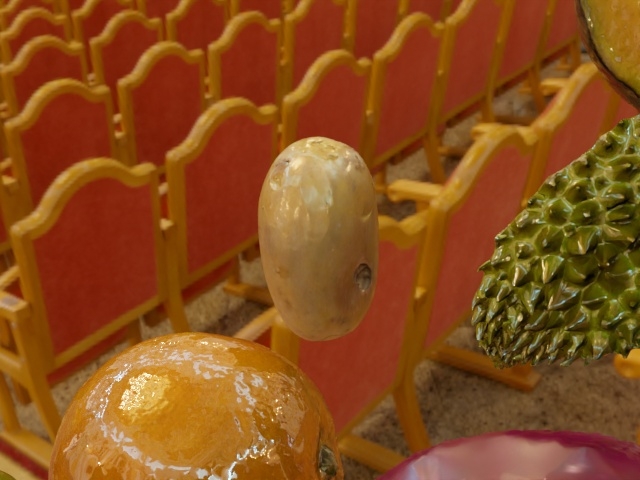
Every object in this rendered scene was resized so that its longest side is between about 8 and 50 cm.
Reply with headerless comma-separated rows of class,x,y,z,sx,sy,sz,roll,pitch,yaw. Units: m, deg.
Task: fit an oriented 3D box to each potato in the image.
potato,0.000,0.000,0.904,0.150,0.233,0.146,-9,19,-30

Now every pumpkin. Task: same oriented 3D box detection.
pumpkin,0.247,-0.191,0.644,0.149,0.253,0.130,-6,17,-8

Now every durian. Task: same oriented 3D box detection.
durian,0.264,-0.019,0.637,0.352,0.158,0.169,-36,-3,9

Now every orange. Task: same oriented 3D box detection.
orange,-0.123,0.246,0.835,0.312,0.312,0.312,-6,27,3

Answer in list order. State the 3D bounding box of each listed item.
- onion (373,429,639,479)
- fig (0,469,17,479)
onion,0.095,0.272,0.429,0.399,0.420,0.398,-17,48,19
fig,-0.309,0.322,0.596,0.258,0.258,0.326,-19,40,-20
